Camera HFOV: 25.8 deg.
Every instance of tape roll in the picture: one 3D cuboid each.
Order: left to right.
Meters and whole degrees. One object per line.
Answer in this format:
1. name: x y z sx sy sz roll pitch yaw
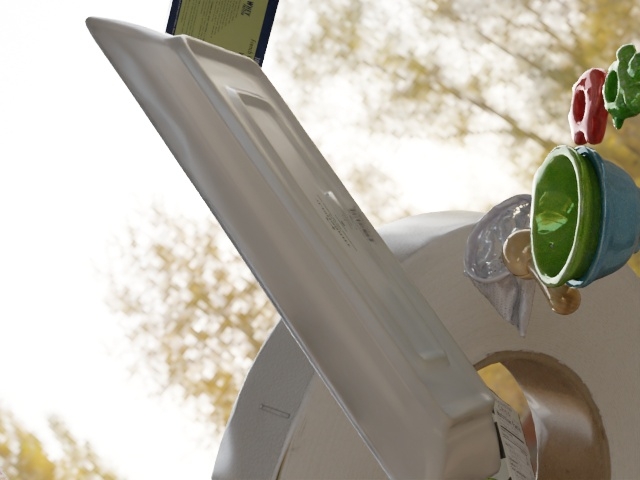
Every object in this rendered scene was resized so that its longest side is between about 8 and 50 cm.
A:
1. tape roll: 0.103 0.172 0.953 0.392 0.392 0.072 -48 30 -22

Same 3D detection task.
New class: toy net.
1. toy net: 0.114 -0.017 0.747 0.232 0.045 0.122 129 142 -72

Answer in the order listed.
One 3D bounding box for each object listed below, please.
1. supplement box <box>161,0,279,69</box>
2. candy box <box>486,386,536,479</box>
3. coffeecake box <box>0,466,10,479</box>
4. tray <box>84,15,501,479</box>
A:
1. supplement box: -0.084 -0.172 1.133 0.056 0.083 0.083 -107 31 -70
2. candy box: 0.122 0.269 1.264 0.159 0.233 0.071 -28 -42 20
3. coffeecake box: -0.364 0.258 1.184 0.142 0.068 0.185 -54 -28 17
4. tray: 0.000 0.000 0.666 0.030 0.270 0.145 -38 -13 15
